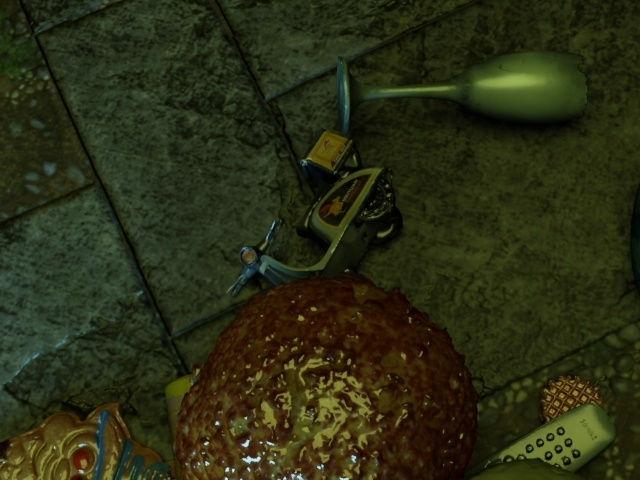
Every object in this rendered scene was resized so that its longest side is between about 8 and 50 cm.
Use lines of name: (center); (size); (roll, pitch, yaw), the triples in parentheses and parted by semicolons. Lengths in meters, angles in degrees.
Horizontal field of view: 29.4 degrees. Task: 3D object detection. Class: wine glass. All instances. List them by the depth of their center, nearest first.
wine glass: (0.171, -0.258, 1.593); (0.309, 0.096, 0.264); (-3, 55, -4)

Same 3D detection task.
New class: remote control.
remote control: (0.234, 0.261, 1.384); (0.222, 0.042, 0.072); (-34, 73, 2)

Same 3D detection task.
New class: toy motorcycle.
toy motorcycle: (0.000, 0.000, 1.510); (0.157, 0.091, 0.263); (23, 70, 23)

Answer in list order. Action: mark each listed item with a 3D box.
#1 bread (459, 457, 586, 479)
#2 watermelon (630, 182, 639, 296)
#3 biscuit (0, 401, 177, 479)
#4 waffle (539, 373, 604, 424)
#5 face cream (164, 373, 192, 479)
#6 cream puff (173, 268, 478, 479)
bread: (0.197, 0.371, 1.207); (0.320, 0.320, 0.237); (-35, 60, -9)
watermelon: (0.459, -0.036, 1.450); (0.292, 0.319, 0.222); (-40, 35, -17)
biscuit: (-0.299, 0.280, 1.453); (0.280, 0.043, 0.183); (2, 65, 3)
waffle: (0.293, 0.198, 1.425); (0.075, 0.029, 0.083); (-7, 71, 6)
face cream: (-0.124, 0.292, 1.403); (0.078, 0.078, 0.273); (-12, 67, 1)
cream puff: (0.020, 0.202, 1.316); (0.350, 0.228, 0.350); (1, 85, -15)
